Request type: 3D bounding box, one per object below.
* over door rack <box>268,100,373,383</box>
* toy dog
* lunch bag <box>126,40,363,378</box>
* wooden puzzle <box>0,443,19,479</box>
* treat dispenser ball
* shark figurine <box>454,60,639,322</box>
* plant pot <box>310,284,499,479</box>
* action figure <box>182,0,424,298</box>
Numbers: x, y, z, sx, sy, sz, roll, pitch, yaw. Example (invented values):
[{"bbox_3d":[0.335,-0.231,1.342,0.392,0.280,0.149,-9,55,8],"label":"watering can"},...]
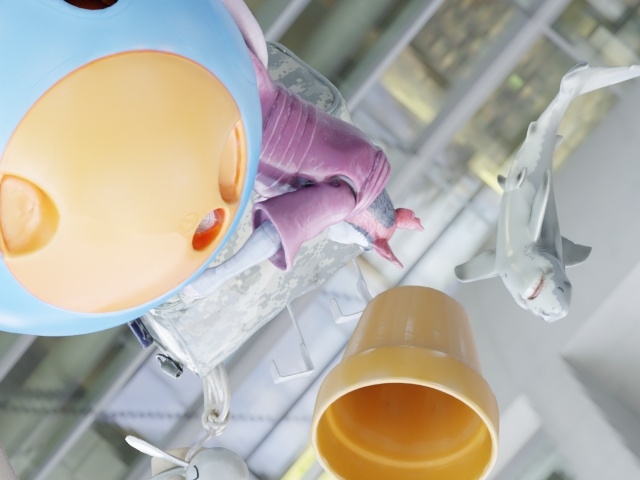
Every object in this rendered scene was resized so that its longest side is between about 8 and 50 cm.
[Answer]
[{"bbox_3d":[0.000,0.000,2.438,0.108,0.239,0.324,2,-116,-23],"label":"over door rack"},{"bbox_3d":[-0.180,0.304,2.176,0.334,0.161,0.220,97,160,-52],"label":"toy dog"},{"bbox_3d":[-0.088,-0.020,1.964,0.212,0.305,0.256,41,164,50],"label":"lunch bag"},{"bbox_3d":[-0.396,0.233,1.665,0.221,0.238,0.044,58,-171,21],"label":"wooden puzzle"},{"bbox_3d":[-0.183,-0.078,1.267,0.288,0.288,0.288,38,-168,-10],"label":"treat dispenser ball"},{"bbox_3d":[0.227,-0.036,1.764,0.116,0.278,0.166,24,158,-25],"label":"shark figurine"},{"bbox_3d":[0.101,0.158,2.069,0.205,0.205,0.188,35,-142,-21],"label":"plant pot"},{"bbox_3d":[-0.049,-0.106,1.637,0.370,0.276,0.248,29,-151,-18],"label":"action figure"}]
